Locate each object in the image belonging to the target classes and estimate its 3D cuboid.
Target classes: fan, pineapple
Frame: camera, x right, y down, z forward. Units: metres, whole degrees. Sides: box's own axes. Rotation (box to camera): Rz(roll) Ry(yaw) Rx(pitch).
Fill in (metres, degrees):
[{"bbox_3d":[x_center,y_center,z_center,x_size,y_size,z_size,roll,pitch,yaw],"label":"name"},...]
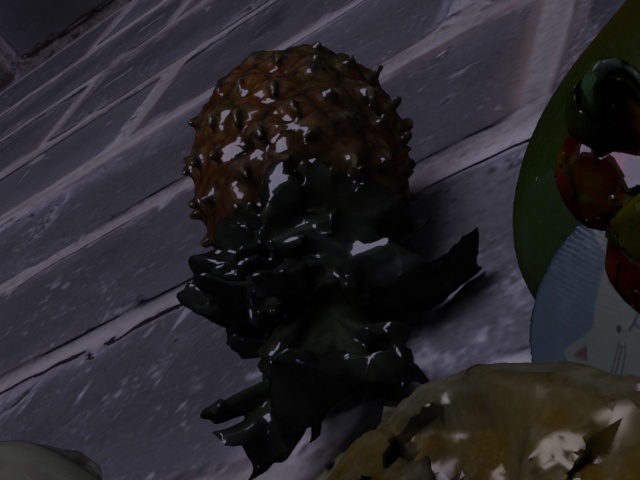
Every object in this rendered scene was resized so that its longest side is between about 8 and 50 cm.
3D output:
[{"bbox_3d":[0.150,0.036,0.457,0.175,0.005,0.113,9,83,43],"label":"fan"},{"bbox_3d":[0.000,0.000,0.702,0.170,0.141,0.310,-12,32,4],"label":"pineapple"}]

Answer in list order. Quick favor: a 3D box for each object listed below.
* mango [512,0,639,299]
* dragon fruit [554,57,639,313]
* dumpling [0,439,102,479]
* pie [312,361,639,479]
[{"bbox_3d":[0.182,-0.066,0.545,0.251,0.114,0.156,-50,31,17],"label":"mango"},{"bbox_3d":[0.152,0.007,0.392,0.142,0.175,0.138,-51,23,46],"label":"dragon fruit"},{"bbox_3d":[-0.166,0.190,0.608,0.179,0.131,0.252,-62,9,8],"label":"dumpling"},{"bbox_3d":[0.025,0.164,0.374,0.339,0.077,0.339,-35,20,14],"label":"pie"}]
